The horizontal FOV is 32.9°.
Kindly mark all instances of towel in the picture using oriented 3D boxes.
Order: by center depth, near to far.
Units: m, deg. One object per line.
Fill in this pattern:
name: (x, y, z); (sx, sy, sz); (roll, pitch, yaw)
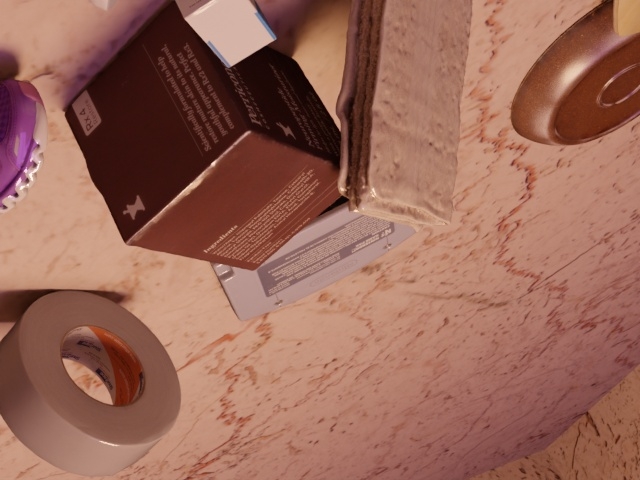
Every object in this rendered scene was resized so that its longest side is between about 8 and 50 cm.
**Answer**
towel: (0.088, -0.155, 1.090); (0.049, 0.282, 0.187); (4, 175, 33)

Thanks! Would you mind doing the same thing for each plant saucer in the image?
plant saucer: (0.407, -0.228, 1.492); (0.310, 0.050, 0.311); (-24, 154, -12)

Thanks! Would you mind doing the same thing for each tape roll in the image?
tape roll: (-0.275, 0.167, 1.284); (0.219, 0.219, 0.072); (5, 139, -50)

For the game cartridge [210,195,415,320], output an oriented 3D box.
game cartridge: (0.000, 0.000, 1.468); (0.297, 0.062, 0.198); (-27, 158, -7)

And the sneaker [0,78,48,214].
sneaker: (-0.339, -0.057, 0.969); (0.236, 0.095, 0.104); (-42, 145, 24)

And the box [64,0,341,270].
box: (-0.101, -0.093, 1.058); (0.167, 0.168, 0.203); (-40, 154, 21)

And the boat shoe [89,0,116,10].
boat shoe: (-0.158, -0.273, 0.787); (0.228, 0.076, 0.080); (116, -2, -49)

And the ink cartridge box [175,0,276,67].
ink cartridge box: (-0.095, -0.218, 0.894); (0.052, 0.122, 0.088); (-30, 154, 8)

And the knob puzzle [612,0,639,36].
knob puzzle: (0.415, -0.334, 1.310); (0.213, 0.030, 0.213); (-27, 145, -21)
